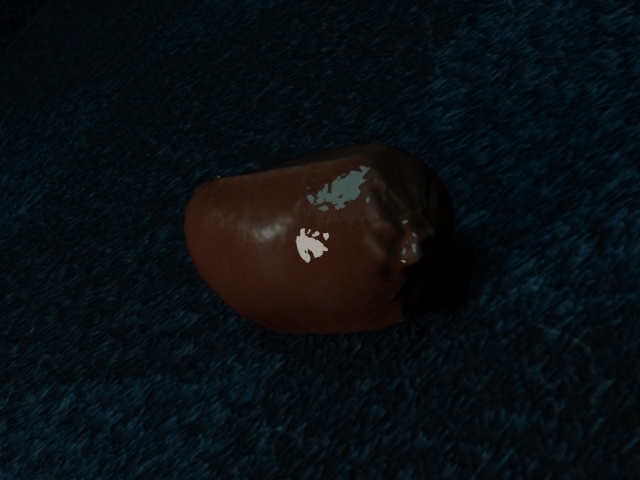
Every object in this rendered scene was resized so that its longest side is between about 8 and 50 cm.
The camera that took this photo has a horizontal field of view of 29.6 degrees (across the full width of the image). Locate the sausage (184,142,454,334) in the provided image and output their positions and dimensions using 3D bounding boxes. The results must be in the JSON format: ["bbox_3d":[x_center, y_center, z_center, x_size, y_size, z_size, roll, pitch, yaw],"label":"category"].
[{"bbox_3d":[0.000,0.000,0.910,0.254,0.148,0.148,-8,41,54],"label":"sausage"}]
